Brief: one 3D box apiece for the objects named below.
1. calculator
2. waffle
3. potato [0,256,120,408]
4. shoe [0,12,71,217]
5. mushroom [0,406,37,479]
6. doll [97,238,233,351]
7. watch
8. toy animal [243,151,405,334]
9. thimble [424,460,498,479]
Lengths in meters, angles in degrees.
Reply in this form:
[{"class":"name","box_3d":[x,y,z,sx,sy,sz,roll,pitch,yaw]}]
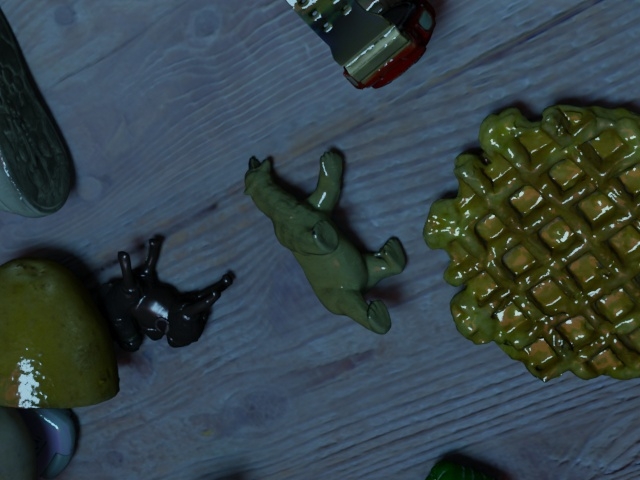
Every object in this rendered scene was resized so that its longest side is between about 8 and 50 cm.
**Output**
[{"class":"calculator","box_3d":[-0.434,0.225,1.162,0.246,0.045,0.141,37,116,-4]},{"class":"waffle","box_3d":[0.266,0.011,0.891,0.325,0.068,0.302,6,114,12]},{"class":"potato","box_3d":[-0.328,0.098,1.024,0.203,0.178,0.158,19,106,48]},{"class":"shoe","box_3d":[-0.406,-0.153,0.952,0.159,0.124,0.316,-17,108,28]},{"class":"mushroom","box_3d":[-0.459,0.276,1.067,0.254,0.184,0.255,2,99,15]},{"class":"doll","box_3d":[-0.195,0.079,1.037,0.139,0.057,0.165,27,125,-2]},{"class":"watch","box_3d":[-0.010,-0.255,0.781,0.102,0.165,0.268,-37,103,23]},{"class":"toy animal","box_3d":[0.000,0.000,0.945,0.101,0.103,0.219,-18,114,45]},{"class":"thimble","box_3d":[0.157,0.328,1.032,0.090,0.118,0.130,18,143,1]}]
